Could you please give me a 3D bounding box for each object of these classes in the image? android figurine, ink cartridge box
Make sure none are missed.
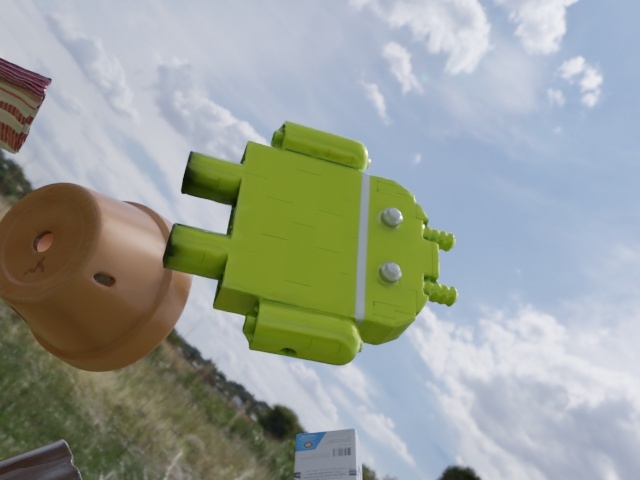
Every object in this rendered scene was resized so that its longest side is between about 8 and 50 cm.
[{"bbox_3d":[0.000,0.000,0.662,0.272,0.248,0.056,15,-36,-10],"label":"android figurine"},{"bbox_3d":[0.012,0.396,1.141,0.180,0.104,0.060,-88,167,-51],"label":"ink cartridge box"}]

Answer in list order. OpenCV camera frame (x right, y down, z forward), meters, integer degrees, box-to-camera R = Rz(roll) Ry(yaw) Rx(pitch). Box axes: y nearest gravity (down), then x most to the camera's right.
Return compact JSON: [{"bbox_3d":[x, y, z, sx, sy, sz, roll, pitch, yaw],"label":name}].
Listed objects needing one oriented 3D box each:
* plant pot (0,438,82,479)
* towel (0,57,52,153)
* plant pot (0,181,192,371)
[{"bbox_3d":[-0.430,0.378,1.027,0.167,0.165,0.167,39,-41,45],"label":"plant pot"},{"bbox_3d":[-0.635,-0.257,1.283,0.236,0.037,0.329,21,-24,-25],"label":"towel"},{"bbox_3d":[-0.377,0.040,1.134,0.290,0.291,0.203,36,-10,31],"label":"plant pot"}]
